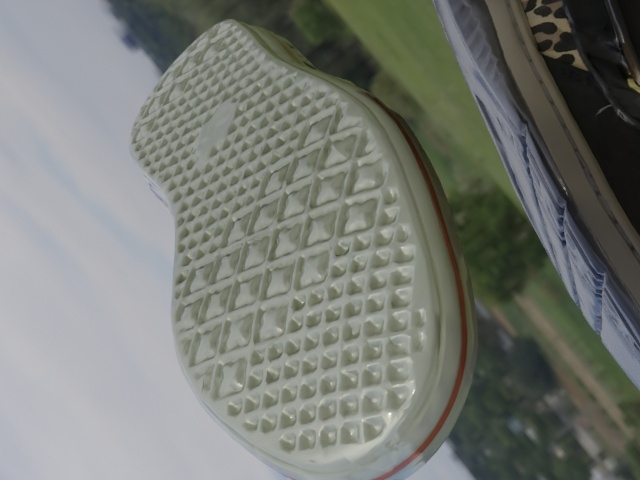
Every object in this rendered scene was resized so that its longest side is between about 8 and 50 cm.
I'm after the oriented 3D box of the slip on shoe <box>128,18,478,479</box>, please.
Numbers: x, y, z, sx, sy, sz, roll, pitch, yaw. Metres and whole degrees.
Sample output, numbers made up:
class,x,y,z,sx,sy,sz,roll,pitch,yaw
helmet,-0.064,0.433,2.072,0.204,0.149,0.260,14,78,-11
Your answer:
class,x,y,z,sx,sy,sz,roll,pitch,yaw
slip on shoe,0.000,0.000,0.656,0.101,0.123,0.331,38,-172,-25

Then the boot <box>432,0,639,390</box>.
class,x,y,z,sx,sy,sz,roll,pitch,yaw
boot,0.220,-0.107,0.812,0.138,0.284,0.377,66,-178,-60
